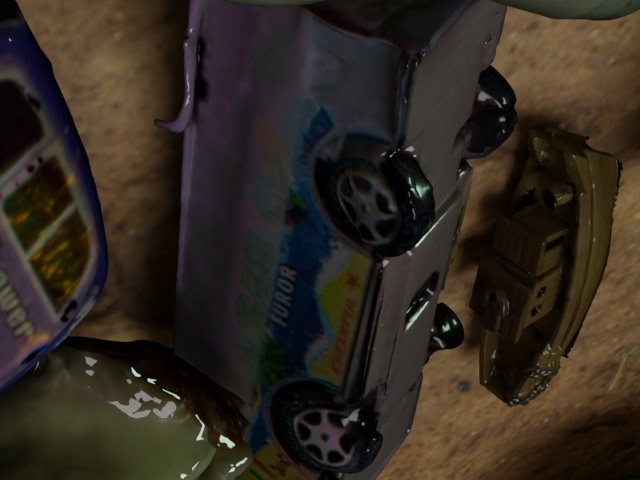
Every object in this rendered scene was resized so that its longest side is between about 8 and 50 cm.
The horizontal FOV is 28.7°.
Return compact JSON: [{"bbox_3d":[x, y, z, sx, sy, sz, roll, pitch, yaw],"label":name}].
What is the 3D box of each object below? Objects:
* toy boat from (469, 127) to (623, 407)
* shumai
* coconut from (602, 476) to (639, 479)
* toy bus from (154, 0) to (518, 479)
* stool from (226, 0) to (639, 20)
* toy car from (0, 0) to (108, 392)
[{"bbox_3d":[0.126,0.019,0.749,0.072,0.064,0.206,-28,139,-30],"label":"toy boat"},{"bbox_3d":[-0.105,0.102,0.531,0.201,0.201,0.120,7,97,-35],"label":"shumai"},{"bbox_3d":[0.284,0.328,0.938,0.323,0.323,0.323,-17,135,-17],"label":"coconut"},{"bbox_3d":[0.000,0.000,0.596,0.112,0.138,0.317,-44,153,-43],"label":"toy bus"},{"bbox_3d":[0.034,-0.182,0.400,0.198,0.195,0.195,-21,143,-49],"label":"stool"},{"bbox_3d":[-0.181,-0.041,0.458,0.158,0.172,0.235,-36,137,-22],"label":"toy car"}]
